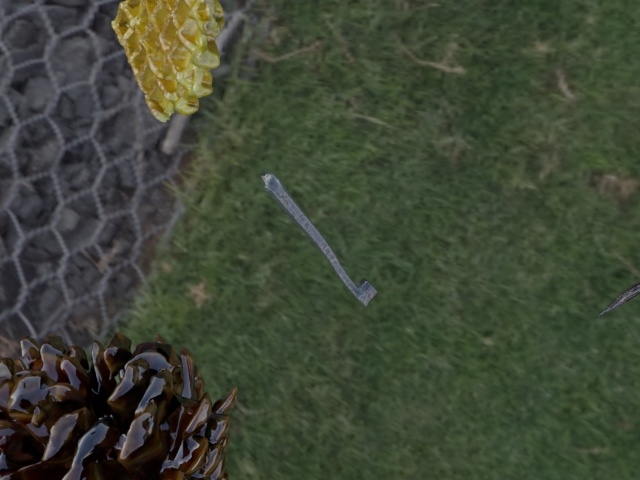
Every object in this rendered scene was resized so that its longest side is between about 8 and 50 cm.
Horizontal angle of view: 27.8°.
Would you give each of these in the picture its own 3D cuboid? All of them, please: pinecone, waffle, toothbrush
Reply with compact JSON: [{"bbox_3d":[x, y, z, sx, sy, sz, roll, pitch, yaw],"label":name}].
[{"bbox_3d":[-0.126,0.121,0.720,0.174,0.173,0.173,-6,104,-26],"label":"pinecone"},{"bbox_3d":[-0.181,-0.291,1.678,0.057,0.229,0.219,0,137,-36],"label":"waffle"},{"bbox_3d":[0.000,0.000,1.786,0.030,0.030,0.297,-40,130,0],"label":"toothbrush"}]

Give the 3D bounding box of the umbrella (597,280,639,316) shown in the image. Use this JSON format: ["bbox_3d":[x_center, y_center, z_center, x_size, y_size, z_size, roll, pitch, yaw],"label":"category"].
[{"bbox_3d":[0.318,0.039,1.249,0.122,0.022,0.013,-37,99,26],"label":"umbrella"}]
